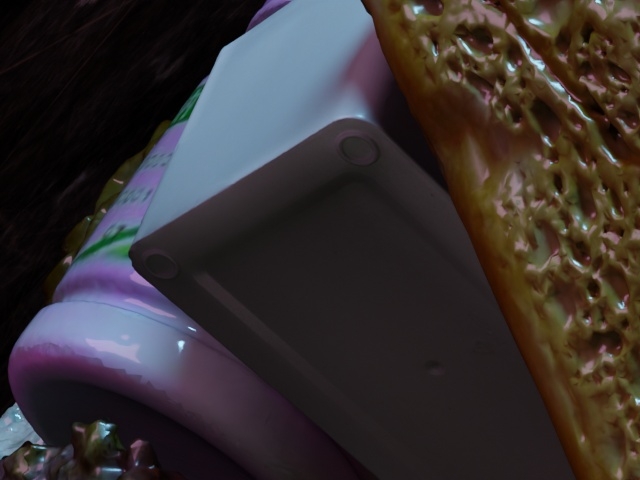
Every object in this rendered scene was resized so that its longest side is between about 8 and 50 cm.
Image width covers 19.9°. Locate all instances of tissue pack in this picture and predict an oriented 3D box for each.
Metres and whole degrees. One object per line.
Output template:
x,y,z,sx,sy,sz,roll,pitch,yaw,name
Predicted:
0.065,0.009,0.797,0.159,0.246,0.136,-28,28,40,tissue pack

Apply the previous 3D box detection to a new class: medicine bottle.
0.000,0.000,0.999,0.212,0.212,0.325,-14,39,57,medicine bottle

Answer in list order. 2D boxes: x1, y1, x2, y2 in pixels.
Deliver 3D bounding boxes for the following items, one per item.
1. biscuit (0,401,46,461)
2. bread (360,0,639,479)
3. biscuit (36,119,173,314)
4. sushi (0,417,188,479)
-0.184,0.187,1.062,0.281,0.179,0.084,-29,34,-34,biscuit
0.141,-0.013,0.597,0.185,0.109,0.380,-38,65,36,bread
-0.077,-0.018,1.347,0.332,0.103,0.332,-40,22,20,biscuit
-0.124,0.230,0.875,0.270,0.171,0.236,-21,38,52,sushi
